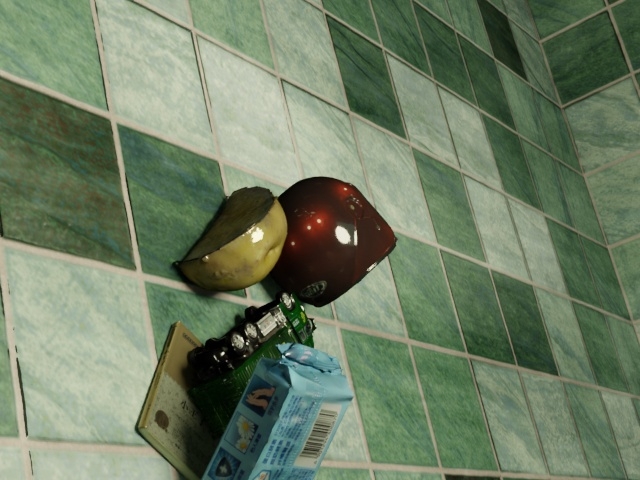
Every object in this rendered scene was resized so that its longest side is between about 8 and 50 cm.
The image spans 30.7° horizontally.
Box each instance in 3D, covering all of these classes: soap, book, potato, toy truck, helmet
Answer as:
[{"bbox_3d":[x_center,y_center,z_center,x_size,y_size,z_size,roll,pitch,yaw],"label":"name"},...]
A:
[{"bbox_3d":[-0.063,0.274,1.511,0.077,0.293,0.156,28,3,37],"label":"soap"},{"bbox_3d":[-0.175,0.220,1.572,0.138,0.016,0.198,50,31,-27],"label":"book"},{"bbox_3d":[-0.104,-0.002,1.750,0.098,0.138,0.243,60,30,-20],"label":"potato"},{"bbox_3d":[-0.090,0.165,1.657,0.121,0.088,0.259,63,28,-6],"label":"toy truck"},{"bbox_3d":[0.000,0.000,1.869,0.193,0.189,0.216,19,52,-36],"label":"helmet"}]
